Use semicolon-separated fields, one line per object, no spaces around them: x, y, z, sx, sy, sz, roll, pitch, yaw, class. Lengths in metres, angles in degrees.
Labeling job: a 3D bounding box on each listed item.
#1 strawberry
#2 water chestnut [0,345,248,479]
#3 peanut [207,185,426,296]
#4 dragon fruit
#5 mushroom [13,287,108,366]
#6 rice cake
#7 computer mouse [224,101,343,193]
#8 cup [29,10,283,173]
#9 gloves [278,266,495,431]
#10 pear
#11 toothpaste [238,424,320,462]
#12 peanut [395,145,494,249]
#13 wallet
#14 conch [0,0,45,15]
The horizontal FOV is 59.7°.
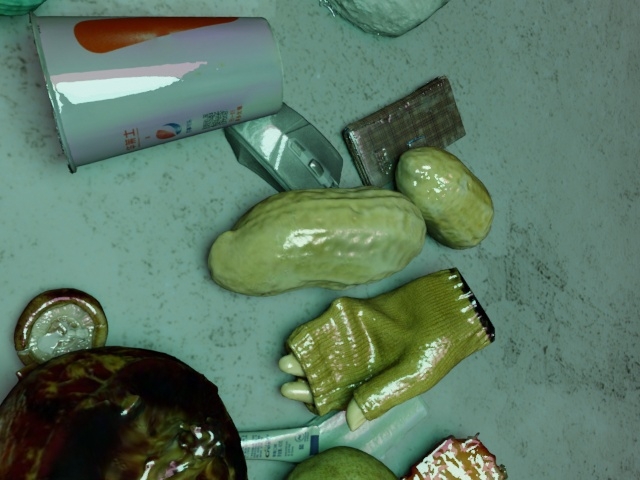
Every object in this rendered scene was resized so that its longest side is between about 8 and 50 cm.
0.222;0.502;0.953;0.280;0.150;0.253;-36;72;-13;strawberry
-0.227;0.280;0.660;0.350;0.302;0.351;37;39;-39;water chestnut
0.002;-0.004;0.853;0.339;0.174;0.158;-1;73;-23;peanut
0.146;-0.478;0.898;0.221;0.204;0.283;44;75;-17;dragon fruit
-0.352;0.125;0.762;0.123;0.052;0.123;-3;98;-22;mushroom
0.074;0.313;0.946;0.237;0.043;0.127;-33;103;-19;rice cake
-0.052;-0.146;0.881;0.231;0.071;0.126;42;75;-18;computer mouse
-0.206;-0.213;0.741;0.288;0.203;0.203;-13;95;-19;cup
0.103;0.173;0.887;0.356;0.155;0.203;-20;57;-8;gloves
0.044;0.413;0.812;0.188;0.211;0.228;-42;132;11;pear
-0.106;0.317;0.859;0.216;0.037;0.062;3;94;-12;toothpaste
0.213;-0.076;0.955;0.224;0.129;0.129;45;73;-37;peanut
0.153;-0.190;0.982;0.230;0.042;0.124;-32;111;-22;wallet
-0.428;-0.351;0.697;0.196;0.134;0.202;38;78;24;conch
